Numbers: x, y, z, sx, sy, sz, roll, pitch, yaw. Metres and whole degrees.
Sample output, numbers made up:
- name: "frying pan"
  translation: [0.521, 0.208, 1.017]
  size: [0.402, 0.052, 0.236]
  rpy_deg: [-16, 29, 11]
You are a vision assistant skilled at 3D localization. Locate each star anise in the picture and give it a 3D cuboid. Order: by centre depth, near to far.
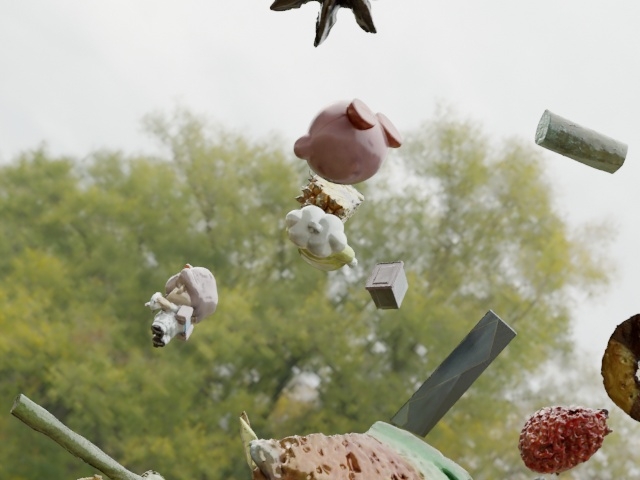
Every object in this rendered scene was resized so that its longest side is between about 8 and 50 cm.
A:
- name: "star anise"
  translation: [0.034, -0.453, 1.964]
  size: [0.212, 0.283, 0.129]
  rpy_deg: [10, 4, 2]

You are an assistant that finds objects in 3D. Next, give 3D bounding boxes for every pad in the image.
- name: "pad"
  translation: [0.222, 0.223, 1.965]
  size: [0.004, 0.243, 0.163]
  rpy_deg: [44, 4, 31]

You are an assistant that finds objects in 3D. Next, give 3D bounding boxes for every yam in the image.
- name: "yam"
  translation: [0.472, -0.174, 2.168]
  size: [0.169, 0.068, 0.068]
  rpy_deg: [23, -17, -6]

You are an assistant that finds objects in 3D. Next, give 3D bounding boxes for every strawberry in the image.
- name: "strawberry"
  translation: [0.399, 0.323, 2.014]
  size: [0.082, 0.121, 0.188]
  rpy_deg: [16, -33, -26]

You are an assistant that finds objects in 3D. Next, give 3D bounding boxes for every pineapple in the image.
- name: "pineapple"
  translation: [0.010, -0.089, 2.552]
  size: [0.135, 0.079, 0.233]
  rpy_deg: [37, 16, 1]

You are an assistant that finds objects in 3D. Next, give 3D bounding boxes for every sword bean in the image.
- name: "sword bean"
  translation: [-0.390, 0.339, 1.948]
  size: [0.269, 0.038, 0.043]
  rpy_deg: [39, -7, -18]

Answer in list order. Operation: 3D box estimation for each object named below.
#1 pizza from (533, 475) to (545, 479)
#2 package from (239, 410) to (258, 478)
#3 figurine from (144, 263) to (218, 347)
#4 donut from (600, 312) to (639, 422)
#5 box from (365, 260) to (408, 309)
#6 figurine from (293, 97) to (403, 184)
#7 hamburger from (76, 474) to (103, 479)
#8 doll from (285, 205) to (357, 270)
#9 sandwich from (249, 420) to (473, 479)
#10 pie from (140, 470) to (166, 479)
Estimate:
- name: "pizza"
  translation: [0.170, 0.579, 1.836]
  size: [0.080, 0.435, 0.392]
  rpy_deg: [43, -37, -10]
- name: "package"
  translation: [-0.103, 0.352, 1.925]
  size: [0.108, 0.031, 0.121]
  rpy_deg: [79, -9, -46]
- name: "figurine"
  translation: [-0.267, 0.124, 2.349]
  size: [0.111, 0.229, 0.137]
  rpy_deg: [9, -55, 20]
- name: "donut"
  translation: [0.542, 0.202, 1.936]
  size: [0.166, 0.073, 0.184]
  rpy_deg: [28, -64, 41]
- name: "box"
  translation: [0.131, 0.089, 2.315]
  size: [0.060, 0.085, 0.063]
  rpy_deg: [-4, -57, 24]
- name: "figurine"
  translation: [0.048, -0.188, 2.315]
  size: [0.173, 0.173, 0.173]
  rpy_deg: [38, -19, 15]
- name: "hamburger"
  translation: [-0.371, 0.525, 1.933]
  size: [0.318, 0.318, 0.158]
  rpy_deg: [34, -63, 24]
- name: "doll"
  translation: [0.000, 0.000, 1.622]
  size: [0.106, 0.062, 0.162]
  rpy_deg: [23, -9, 10]
- name: "sandwich"
  translation: [0.046, 0.276, 1.302]
  size: [0.301, 0.162, 0.250]
  rpy_deg: [29, -15, -32]
- name: "pie"
  translation: [-0.408, 0.597, 2.429]
  size: [0.103, 0.288, 0.355]
  rpy_deg: [41, -26, 21]
